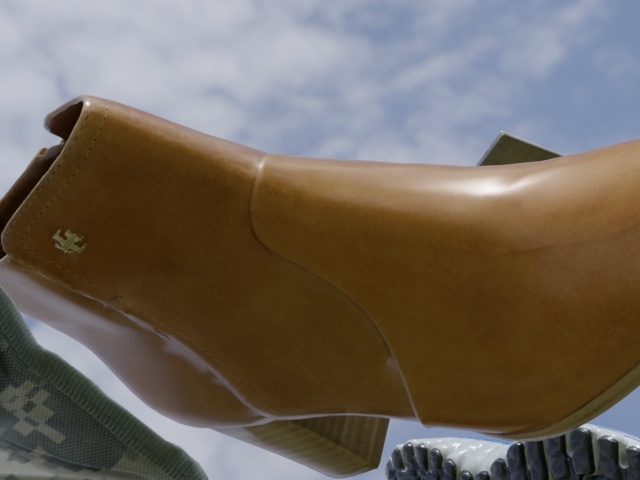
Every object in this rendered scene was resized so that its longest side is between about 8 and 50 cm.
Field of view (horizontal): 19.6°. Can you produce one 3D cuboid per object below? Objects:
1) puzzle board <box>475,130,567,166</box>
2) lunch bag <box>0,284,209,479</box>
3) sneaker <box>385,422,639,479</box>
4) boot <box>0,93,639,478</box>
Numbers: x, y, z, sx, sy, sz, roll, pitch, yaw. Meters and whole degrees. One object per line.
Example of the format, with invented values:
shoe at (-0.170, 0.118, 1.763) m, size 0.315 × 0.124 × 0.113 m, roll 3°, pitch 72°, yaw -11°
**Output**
puzzle board at (0.157, -0.025, 1.356) m, size 0.128 × 0.011 × 0.096 m, roll 19°, pitch -57°, yaw -27°
lunch bag at (-0.194, 0.154, 0.583) m, size 0.287 × 0.169 × 0.235 m, roll -41°, pitch -9°, yaw -27°
sneaker at (0.179, 0.169, 1.197) m, size 0.147 × 0.330 × 0.129 m, roll -6°, pitch -88°, yaw -30°
boot at (0.000, -0.001, 0.717) m, size 0.211 × 0.104 × 0.295 m, roll 31°, pitch -40°, yaw -26°
